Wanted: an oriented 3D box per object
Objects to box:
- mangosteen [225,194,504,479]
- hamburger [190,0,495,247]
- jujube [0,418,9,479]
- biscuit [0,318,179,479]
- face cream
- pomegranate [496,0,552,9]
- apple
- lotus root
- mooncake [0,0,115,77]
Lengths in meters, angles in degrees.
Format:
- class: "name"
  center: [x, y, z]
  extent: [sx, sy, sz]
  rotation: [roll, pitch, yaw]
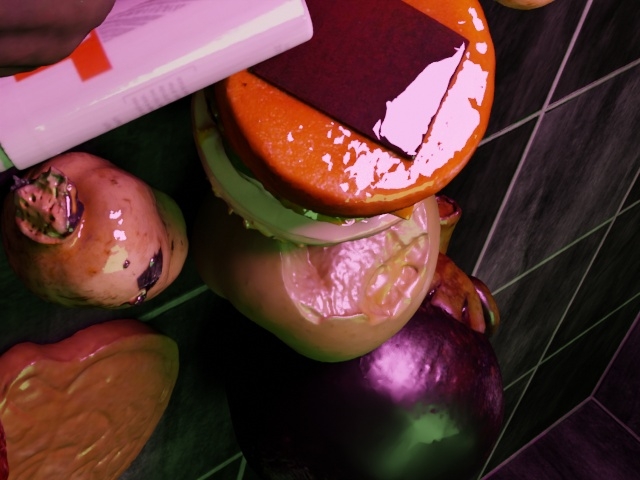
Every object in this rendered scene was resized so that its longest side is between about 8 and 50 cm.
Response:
- class: "mangosteen"
  center: [0.064, 0.154, 1.649]
  extent: [0.382, 0.382, 0.435]
  rotation: [63, 34, -64]
- class: "hamburger"
  center: [0.010, -0.134, 1.166]
  extent: [0.291, 0.291, 0.225]
  rotation: [-40, -176, -15]
- class: "jujube"
  center: [-0.417, 0.172, 1.050]
  extent: [0.216, 0.216, 0.342]
  rotation: [-47, 149, -1]
- class: "biscuit"
  center: [-0.329, 0.255, 1.464]
  extent: [0.365, 0.062, 0.385]
  rotation: [-2, 130, -56]
- class: "face cream"
  center: [-0.180, -0.136, 0.991]
  extent: [0.346, 0.102, 0.102]
  rotation: [-24, 152, -5]
- class: "pomegranate"
  center: [0.192, -0.345, 1.194]
  extent: [0.248, 0.248, 0.248]
  rotation: [-36, 153, -22]
- class: "apple"
  center: [0.000, 0.000, 1.381]
  extent: [0.279, 0.279, 0.279]
  rotation: [-36, 153, -22]
- class: "lotus root"
  center: [-0.206, -0.002, 1.167]
  extent: [0.140, 0.154, 0.257]
  rotation: [-57, 158, 7]
- class: "mooncake"
  center: [-0.229, -0.205, 0.744]
  extent: [0.124, 0.228, 0.228]
  rotation: [-25, 148, -50]
